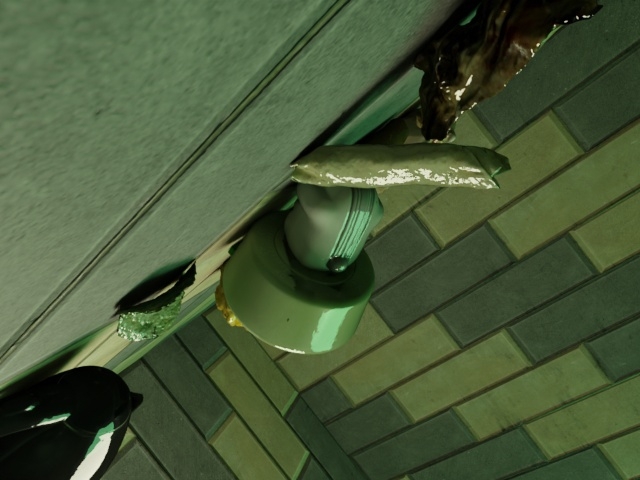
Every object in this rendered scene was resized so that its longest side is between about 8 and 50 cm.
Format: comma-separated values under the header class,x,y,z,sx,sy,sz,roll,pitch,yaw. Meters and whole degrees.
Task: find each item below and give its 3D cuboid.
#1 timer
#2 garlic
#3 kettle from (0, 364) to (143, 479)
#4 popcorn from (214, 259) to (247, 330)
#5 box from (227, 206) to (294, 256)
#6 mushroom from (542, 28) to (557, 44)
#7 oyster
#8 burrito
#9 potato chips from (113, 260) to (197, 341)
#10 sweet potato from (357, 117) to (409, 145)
class,x,y,z,sx,sy,sz,roll,pitch,yaw
timer,0.000,0.000,0.803,0.291,0.291,0.315,-38,160,-53
garlic,0.200,-0.230,1.011,0.228,0.110,0.217,-29,-163,45
kettle,-0.445,0.319,0.696,0.290,0.207,0.268,-44,151,20
popcorn,-0.165,0.125,1.138,0.190,0.250,0.250,7,154,-30
box,-0.088,0.016,1.019,0.235,0.132,0.034,-37,178,-44
mushroom,0.382,-0.383,0.834,0.333,0.087,0.107,-40,178,25
oyster,0.197,-0.231,0.453,0.221,0.096,0.361,-43,-179,-11
burrito,0.092,-0.096,0.557,0.275,0.059,0.082,6,-155,27
potato chips,-0.257,0.100,0.721,0.167,0.059,0.228,-45,179,-30
sweet potato,0.082,-0.153,0.877,0.244,0.077,0.077,-39,180,-11
